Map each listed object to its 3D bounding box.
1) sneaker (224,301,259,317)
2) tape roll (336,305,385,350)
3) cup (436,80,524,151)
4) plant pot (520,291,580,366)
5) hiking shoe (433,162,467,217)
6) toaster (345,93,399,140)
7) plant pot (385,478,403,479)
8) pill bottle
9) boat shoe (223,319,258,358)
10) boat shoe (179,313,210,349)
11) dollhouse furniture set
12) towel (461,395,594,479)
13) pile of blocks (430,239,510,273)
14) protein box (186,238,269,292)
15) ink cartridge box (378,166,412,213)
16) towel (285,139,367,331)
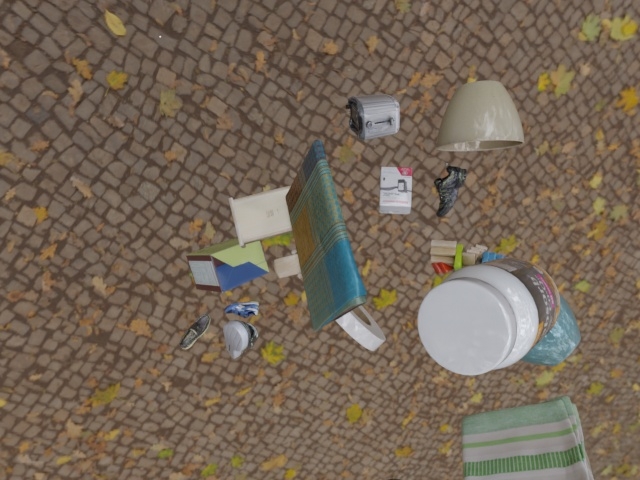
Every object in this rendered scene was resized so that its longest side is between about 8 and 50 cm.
[{"bbox_3d":[-0.325,0.290,1.846,0.144,0.059,0.053,-7,153,-3],"label":"sneaker"},{"bbox_3d":[0.131,0.322,1.994,0.072,0.392,0.392,-45,120,7],"label":"tape roll"},{"bbox_3d":[0.624,-0.489,1.762,0.331,0.331,0.237,-4,95,-18],"label":"cup"},{"bbox_3d":[0.744,0.307,1.509,0.290,0.195,0.290,-42,161,-18],"label":"plant pot"},{"bbox_3d":[0.522,-0.210,1.875,0.114,0.086,0.227,25,110,11],"label":"hiking shoe"},{"bbox_3d":[0.180,-0.429,1.531,0.146,0.227,0.129,-8,119,-6],"label":"toaster"},{"bbox_3d":[0.104,0.706,0.978,0.255,0.271,0.272,0,114,-33],"label":"plant pot"},{"bbox_3d":[0.275,0.114,0.718,0.278,0.162,0.162,-4,119,-53],"label":"pill bottle"},{"bbox_3d":[-0.312,0.375,1.783,0.119,0.335,0.121,-30,77,-26],"label":"boat shoe"},{"bbox_3d":[-0.471,0.343,1.682,0.056,0.049,0.152,33,73,4],"label":"boat shoe"},{"bbox_3d":[-0.127,-0.004,1.339,0.198,0.303,0.287,-14,81,-4],"label":"dollhouse furniture set"},{"bbox_3d":[0.391,0.450,0.859,0.247,0.325,0.038,-23,109,26],"label":"towel"},{"bbox_3d":[0.534,0.101,1.503,0.362,0.149,0.113,15,66,0],"label":"pile of blocks"},{"bbox_3d":[-0.331,0.083,1.590,0.199,0.201,0.136,-22,103,-38],"label":"protein box"},{"bbox_3d":[0.260,-0.173,1.546,0.109,0.063,0.151,3,71,6],"label":"ink cartridge box"},{"bbox_3d":[0.000,0.000,1.021,0.040,0.370,0.271,-5,160,-22],"label":"towel"}]
